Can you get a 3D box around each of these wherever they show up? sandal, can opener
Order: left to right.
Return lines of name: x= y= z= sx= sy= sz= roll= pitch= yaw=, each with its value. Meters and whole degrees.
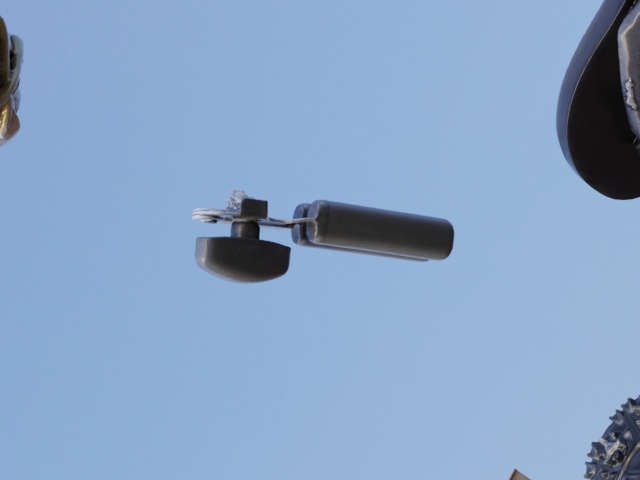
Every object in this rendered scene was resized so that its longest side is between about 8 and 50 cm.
can opener: x=0.000 y=0.000 z=1.445 sx=0.280 sy=0.074 sz=0.093 roll=3 pitch=-93 yaw=-24
sandal: x=0.217 y=-0.128 z=0.908 sx=0.097 sy=0.054 sz=0.254 roll=-4 pitch=-52 yaw=-21

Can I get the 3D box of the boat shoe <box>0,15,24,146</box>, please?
boat shoe: x=-0.205 y=-0.096 z=0.771 sx=0.098 sy=0.302 sz=0.109 roll=16 pitch=-112 yaw=-21

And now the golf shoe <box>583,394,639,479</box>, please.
golf shoe: x=0.239 y=0.100 z=0.762 sx=0.198 sy=0.077 sz=0.094 roll=-32 pitch=-40 yaw=23

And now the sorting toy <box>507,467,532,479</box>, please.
sorting toy: x=0.244 y=0.329 z=1.762 sx=0.083 sy=0.062 sz=0.012 roll=-55 pitch=3 yaw=-32
